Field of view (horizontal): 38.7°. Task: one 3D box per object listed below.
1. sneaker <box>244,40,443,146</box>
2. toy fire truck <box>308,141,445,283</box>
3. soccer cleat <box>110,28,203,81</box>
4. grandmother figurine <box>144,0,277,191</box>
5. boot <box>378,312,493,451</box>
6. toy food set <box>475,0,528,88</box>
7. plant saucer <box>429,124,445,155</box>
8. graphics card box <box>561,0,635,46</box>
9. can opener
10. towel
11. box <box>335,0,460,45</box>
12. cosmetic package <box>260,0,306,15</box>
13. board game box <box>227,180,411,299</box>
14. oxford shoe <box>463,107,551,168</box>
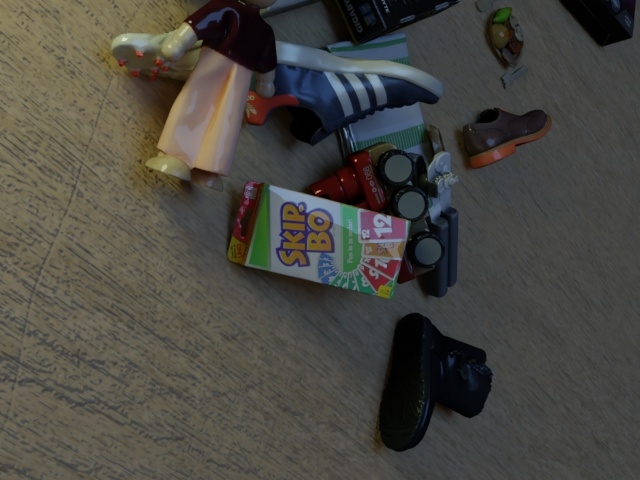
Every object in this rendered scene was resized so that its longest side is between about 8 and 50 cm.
[{"bbox_3d":[0.032,-0.218,1.430,0.350,0.131,0.148,4,101,-27],"label":"sneaker"},{"bbox_3d":[0.051,-0.017,1.438,0.247,0.158,0.217,-22,102,-4],"label":"toy fire truck"},{"bbox_3d":[-0.209,-0.258,1.246,0.196,0.068,0.076,7,73,-53],"label":"soccer cleat"},{"bbox_3d":[-0.120,-0.241,1.224,0.208,0.104,0.342,13,97,-65],"label":"grandmother figurine"},{"bbox_3d":[0.208,0.267,1.562,0.207,0.094,0.246,33,54,-34],"label":"boot"},{"bbox_3d":[0.403,-0.434,1.940,0.132,0.039,0.192,-36,108,-44],"label":"toy food set"},{"bbox_3d":[0.219,-0.176,1.687,0.083,0.015,0.083,-13,90,-76],"label":"plant saucer"},{"bbox_3d":[0.699,-0.700,2.265,0.233,0.094,0.370,33,61,-38],"label":"graphics card box"},{"bbox_3d":[0.196,-0.032,1.586,0.074,0.093,0.280,-40,133,-41],"label":"can opener"},{"bbox_3d":[0.116,-0.195,1.594,0.248,0.038,0.324,-23,100,-47],"label":"towel"},{"bbox_3d":[0.090,-0.523,1.576,0.257,0.079,0.321,-34,100,-47],"label":"box"},{"bbox_3d":[-0.057,-0.421,1.409,0.238,0.107,0.127,-30,104,-48],"label":"cosmetic package"},{"bbox_3d":[0.000,0.000,1.345,0.260,0.039,0.124,14,89,-16],"label":"board game box"},{"bbox_3d":[0.381,-0.233,1.843,0.271,0.097,0.098,-31,99,-45],"label":"oxford shoe"}]
